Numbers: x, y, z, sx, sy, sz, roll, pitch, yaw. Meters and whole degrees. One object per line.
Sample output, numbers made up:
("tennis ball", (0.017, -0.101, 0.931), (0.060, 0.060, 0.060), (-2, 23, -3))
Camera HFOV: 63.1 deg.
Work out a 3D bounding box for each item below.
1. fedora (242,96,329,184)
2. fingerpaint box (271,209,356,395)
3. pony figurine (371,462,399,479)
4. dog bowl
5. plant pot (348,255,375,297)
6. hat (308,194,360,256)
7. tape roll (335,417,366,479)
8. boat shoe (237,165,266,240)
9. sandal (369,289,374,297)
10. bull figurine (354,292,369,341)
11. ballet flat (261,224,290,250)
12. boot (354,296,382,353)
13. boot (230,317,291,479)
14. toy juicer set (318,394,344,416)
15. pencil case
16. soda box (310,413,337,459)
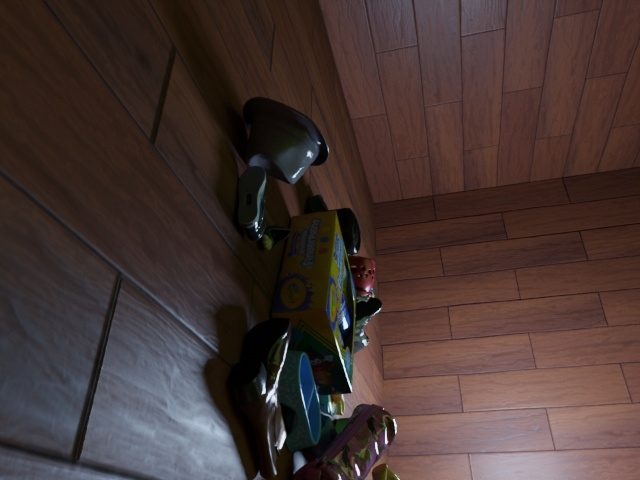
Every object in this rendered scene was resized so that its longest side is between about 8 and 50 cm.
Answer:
("fedora", (-0.108, -0.227, 1.316), (0.275, 0.243, 0.124), (106, 9, -78))
("fingerpaint box", (0.003, 0.187, 1.623), (0.445, 0.163, 0.371), (-82, 161, -52))
("pony figurine", (0.145, 0.882, 1.599), (0.363, 0.351, 0.303), (63, 10, -4))
("dog bowl", (-0.059, 0.427, 1.404), (0.166, 0.074, 0.297), (-67, 149, -68))
("plant pot", (0.138, 0.171, 2.216), (0.191, 0.191, 0.174), (51, 38, -68))
("hat", (0.080, -0.035, 1.984), (0.331, 0.134, 0.331), (56, 23, -38))
("tape roll", (0.112, 0.828, 1.937), (0.321, 0.077, 0.321), (-7, 90, -81))
("boat shoe", (-0.164, -0.090, 1.267), (0.083, 0.065, 0.183), (80, 12, -55))
("sandal", (0.190, 0.262, 2.583), (0.317, 0.126, 0.138), (-66, 142, -71))
("bull figurine", (0.091, 0.250, 2.006), (0.101, 0.188, 0.310), (88, 8, -55))
("ballet flat", (-0.124, -0.013, 1.415), (0.173, 0.049, 0.057), (-54, 135, -73))
("boot", (0.158, 0.361, 2.136), (0.091, 0.263, 0.229), (55, -3, 42))
("boot", (-0.102, 0.350, 1.197), (0.264, 0.096, 0.280), (-76, 157, -61))
("toy juicer set", (0.029, 0.483, 1.751), (0.329, 0.089, 0.209), (49, 36, -68))
("pencil case", (0.079, 0.616, 1.486), (0.160, 0.167, 0.386), (50, 31, 11))
("soda box", (0.008, 0.602, 1.583), (0.071, 0.067, 0.210), (-57, 146, -35))
